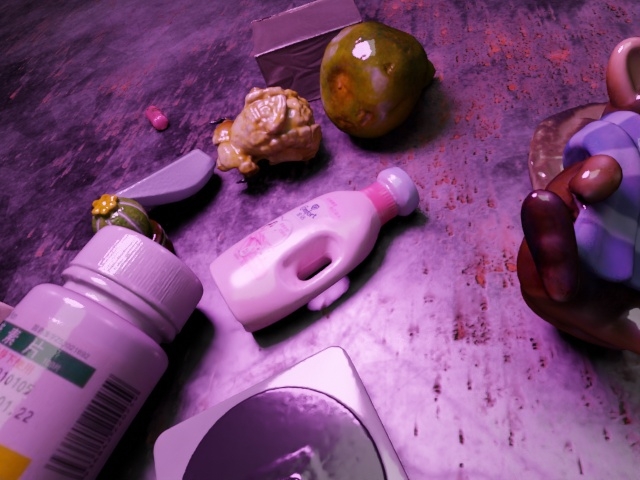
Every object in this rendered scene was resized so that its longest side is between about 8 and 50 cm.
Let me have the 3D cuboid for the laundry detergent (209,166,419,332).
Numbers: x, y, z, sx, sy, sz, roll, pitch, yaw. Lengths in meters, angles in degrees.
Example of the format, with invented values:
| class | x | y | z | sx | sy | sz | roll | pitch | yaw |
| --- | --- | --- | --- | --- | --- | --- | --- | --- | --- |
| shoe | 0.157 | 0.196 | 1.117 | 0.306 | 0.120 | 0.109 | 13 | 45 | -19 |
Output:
| class | x | y | z | sx | sy | sz | roll | pitch | yaw |
| --- | --- | --- | --- | --- | --- | --- | --- | --- | --- |
| laundry detergent | 0.000 | 0.000 | 0.693 | 0.335 | 0.088 | 0.159 | -32 | 54 | -8 |

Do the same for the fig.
| class | x | y | z | sx | sy | sz | roll | pitch | yaw |
| --- | --- | --- | --- | --- | --- | --- | --- | --- | --- |
| fig | 0.132 | -0.314 | 0.852 | 0.275 | 0.206 | 0.206 | -29 | 45 | -34 |

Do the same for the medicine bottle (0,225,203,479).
| class | x | y | z | sx | sy | sz | roll | pitch | yaw |
| --- | --- | --- | --- | --- | --- | --- | --- | --- | --- |
| medicine bottle | -0.321 | 0.161 | 0.594 | 0.208 | 0.208 | 0.340 | 12 | 57 | 27 |

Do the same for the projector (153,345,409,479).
| class | x | y | z | sx | sy | sz | roll | pitch | yaw |
| --- | --- | --- | --- | --- | --- | --- | --- | --- | --- |
| projector | -0.036 | 0.281 | 0.482 | 0.259 | 0.079 | 0.257 | -26 | 48 | -3 |

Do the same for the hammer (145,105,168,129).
| class | x | y | z | sx | sy | sz | roll | pitch | yaw |
| --- | --- | --- | --- | --- | --- | --- | --- | --- | --- |
| hammer | -0.406 | -0.305 | 1.116 | 0.043 | 0.043 | 0.083 | -36 | 48 | -11 |

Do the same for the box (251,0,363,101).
| class | x | y | z | sx | sy | sz | roll | pitch | yaw |
| --- | --- | --- | --- | --- | --- | --- | --- | --- | --- |
| box | -0.018 | -0.418 | 0.998 | 0.231 | 0.155 | 0.149 | -14 | 52 | 6 |

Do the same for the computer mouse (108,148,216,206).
| class | x | y | z | sx | sy | sz | roll | pitch | yaw |
| --- | --- | --- | --- | --- | --- | --- | --- | --- | --- |
| computer mouse | -0.302 | -0.103 | 0.862 | 0.230 | 0.079 | 0.128 | -34 | 17 | -27 |

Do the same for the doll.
| class | x | y | z | sx | sy | sz | roll | pitch | yaw |
| --- | --- | --- | --- | --- | --- | --- | --- | --- | --- |
| doll | 0.345 | -0.032 | 0.453 | 0.340 | 0.318 | 0.209 | -53 | 35 | -10 |

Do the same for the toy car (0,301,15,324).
| class | x | y | z | sx | sy | sz | roll | pitch | yaw |
| --- | --- | --- | --- | --- | --- | --- | --- | --- | --- |
| toy car | -0.543 | 0.173 | 0.652 | 0.248 | 0.204 | 0.198 | -27 | 39 | 53 |

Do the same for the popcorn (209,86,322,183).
| class | x | y | z | sx | sy | sz | roll | pitch | yaw |
| --- | --- | --- | --- | --- | --- | --- | --- | --- | --- |
| popcorn | -0.102 | -0.203 | 0.860 | 0.195 | 0.174 | 0.168 | -29 | 4 | 28 |

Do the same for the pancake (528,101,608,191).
| class | x | y | z | sx | sy | sz | roll | pitch | yaw |
| --- | --- | --- | --- | --- | --- | --- | --- | --- | --- |
| pancake | 0.440 | -0.098 | 0.646 | 0.294 | 0.049 | 0.295 | -8 | 53 | 11 |

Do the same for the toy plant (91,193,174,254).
| class | x | y | z | sx | sy | sz | roll | pitch | yaw |
| --- | --- | --- | --- | --- | --- | --- | --- | --- | --- |
| toy plant | -0.321 | -0.012 | 0.765 | 0.092 | 0.162 | 0.093 | -10 | 49 | 12 |
